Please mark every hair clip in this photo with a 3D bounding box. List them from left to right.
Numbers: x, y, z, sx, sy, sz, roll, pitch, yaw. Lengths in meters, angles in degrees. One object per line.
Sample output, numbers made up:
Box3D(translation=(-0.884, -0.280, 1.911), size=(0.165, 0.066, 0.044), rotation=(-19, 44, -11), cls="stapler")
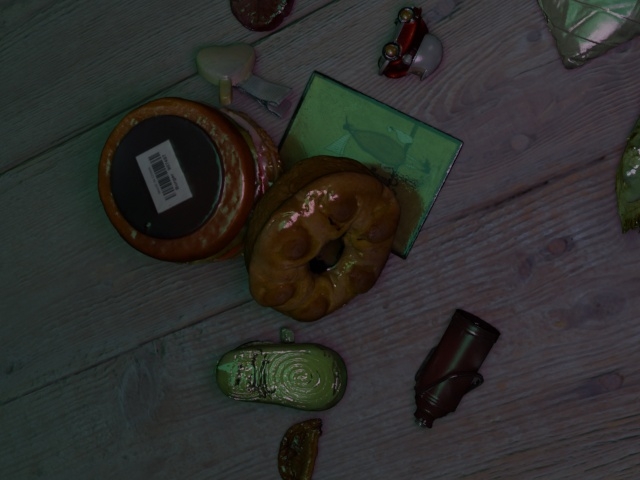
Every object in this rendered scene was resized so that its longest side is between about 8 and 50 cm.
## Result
Box3D(translation=(-0.163, -0.318, 1.658), size=(0.218, 0.159, 0.071), rotation=(31, 143, 13), cls="hair clip")

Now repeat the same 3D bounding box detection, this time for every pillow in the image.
Box3D(translation=(0.507, -0.486, 1.470), size=(0.274, 0.076, 0.281), rotation=(-25, 90, 19), cls="pillow")

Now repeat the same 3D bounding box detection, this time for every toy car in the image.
Box3D(translation=(0.177, -0.361, 1.565), size=(0.112, 0.112, 0.139), rotation=(24, 89, 0), cls="toy car")

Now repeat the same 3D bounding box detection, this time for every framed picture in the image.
Box3D(translation=(0.077, -0.152, 1.642), size=(0.338, 0.014, 0.255), rotation=(29, 100, 14), cls="framed picture")

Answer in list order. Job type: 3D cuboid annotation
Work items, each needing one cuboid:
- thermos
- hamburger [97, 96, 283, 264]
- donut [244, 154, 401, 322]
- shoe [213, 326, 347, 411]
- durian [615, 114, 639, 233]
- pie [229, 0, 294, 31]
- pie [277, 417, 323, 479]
Box3D(translation=(0.239, 0.249, 1.568), size=(0.124, 0.098, 0.232), rotation=(42, 108, 49), cls="thermos")
Box3D(translation=(-0.241, -0.111, 1.618), size=(0.329, 0.250, 0.330), rotation=(1, 92, 16), cls="hamburger")
Box3D(translation=(0.000, 0.000, 1.532), size=(0.317, 0.299, 0.150), rotation=(-39, 44, 4), cls="donut")
Box3D(translation=(-0.078, 0.253, 1.648), size=(0.262, 0.128, 0.140), rotation=(2, 103, -12), cls="shoe")
Box3D(translation=(0.630, -0.181, 1.389), size=(0.163, 0.198, 0.395), rotation=(11, 100, -18), cls="durian")
Box3D(translation=(-0.122, -0.496, 1.679), size=(0.153, 0.038, 0.154), rotation=(0, 91, 19), cls="pie")
Box3D(translation=(-0.044, 0.436, 1.690), size=(0.088, 0.033, 0.191), rotation=(15, 102, 23), cls="pie")
